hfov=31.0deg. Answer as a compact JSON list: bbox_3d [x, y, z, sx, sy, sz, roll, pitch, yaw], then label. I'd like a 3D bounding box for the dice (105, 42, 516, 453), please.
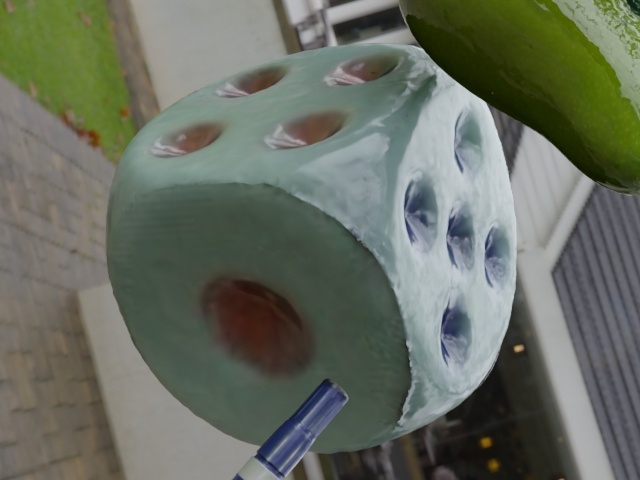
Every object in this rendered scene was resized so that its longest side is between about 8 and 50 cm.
[{"bbox_3d":[0.000,0.000,0.977,0.262,0.268,0.264,-52,131,-49],"label":"dice"}]

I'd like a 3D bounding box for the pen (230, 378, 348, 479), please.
[{"bbox_3d":[-0.057,0.158,0.642,0.025,0.204,0.025,40,-12,10],"label":"pen"}]

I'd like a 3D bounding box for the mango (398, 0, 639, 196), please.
[{"bbox_3d":[0.167,-0.146,0.814,0.293,0.175,0.143,54,-45,30],"label":"mango"}]

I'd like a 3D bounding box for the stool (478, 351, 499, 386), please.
[{"bbox_3d":[0.101,0.108,1.629,0.264,0.179,0.179,9,-55,42],"label":"stool"}]
